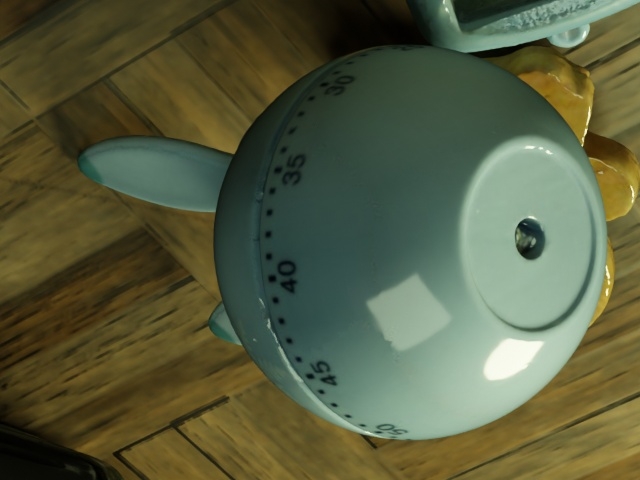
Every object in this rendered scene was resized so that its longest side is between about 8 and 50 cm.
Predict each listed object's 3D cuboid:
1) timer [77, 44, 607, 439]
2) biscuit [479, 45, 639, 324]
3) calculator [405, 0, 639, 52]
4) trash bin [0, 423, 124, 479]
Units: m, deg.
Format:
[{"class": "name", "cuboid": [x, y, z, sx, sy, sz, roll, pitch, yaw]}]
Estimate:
[{"class": "timer", "cuboid": [0.018, -0.011, 0.772, 0.175, 0.255, 0.175, -5, 105, -20]}, {"class": "biscuit", "cuboid": [0.085, -0.015, 0.847, 0.133, 0.027, 0.184, -13, 128, 20]}, {"class": "calculator", "cuboid": [0.070, -0.157, 0.716, 0.121, 0.039, 0.210, -14, 131, 16]}, {"class": "trash bin", "cuboid": [-0.224, 0.203, 0.958, 0.209, 0.182, 0.290, 17, 136, -14]}]
